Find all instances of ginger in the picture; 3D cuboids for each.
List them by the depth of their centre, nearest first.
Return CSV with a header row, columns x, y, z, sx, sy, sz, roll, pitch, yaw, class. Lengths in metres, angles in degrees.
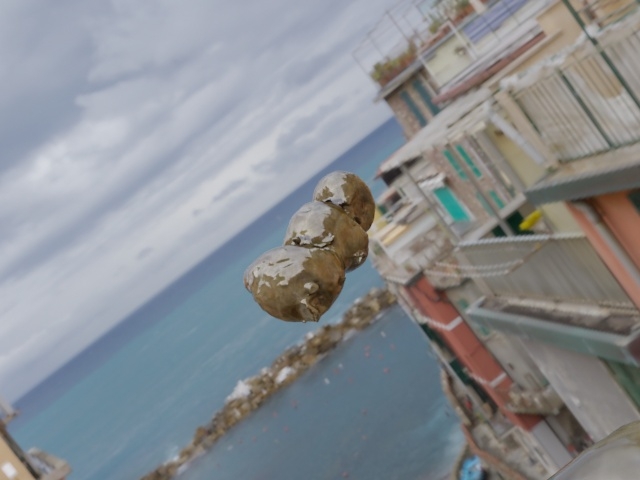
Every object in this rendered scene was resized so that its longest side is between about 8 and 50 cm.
x,y,z,sx,sy,sz,roll,pitch,yaw,class
0.000,0.000,0.833,0.104,0.080,0.204,5,39,31,ginger

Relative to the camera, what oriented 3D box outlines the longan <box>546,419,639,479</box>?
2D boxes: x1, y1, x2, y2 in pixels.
x,y,z,sx,sy,sz,roll,pitch,yaw,class
0.303,0.295,0.715,0.288,0.288,0.350,-37,-34,5,longan
